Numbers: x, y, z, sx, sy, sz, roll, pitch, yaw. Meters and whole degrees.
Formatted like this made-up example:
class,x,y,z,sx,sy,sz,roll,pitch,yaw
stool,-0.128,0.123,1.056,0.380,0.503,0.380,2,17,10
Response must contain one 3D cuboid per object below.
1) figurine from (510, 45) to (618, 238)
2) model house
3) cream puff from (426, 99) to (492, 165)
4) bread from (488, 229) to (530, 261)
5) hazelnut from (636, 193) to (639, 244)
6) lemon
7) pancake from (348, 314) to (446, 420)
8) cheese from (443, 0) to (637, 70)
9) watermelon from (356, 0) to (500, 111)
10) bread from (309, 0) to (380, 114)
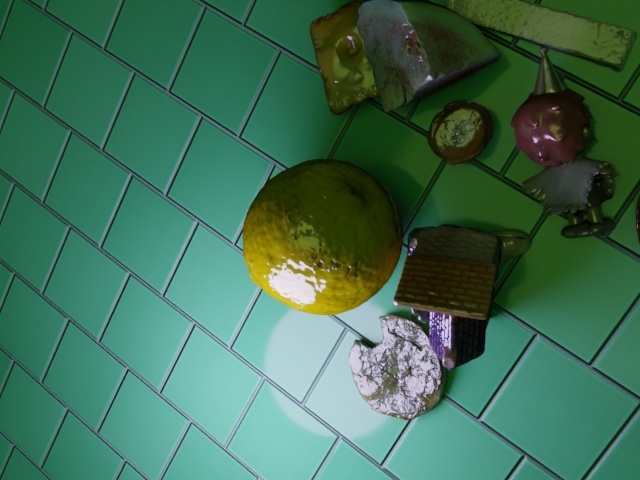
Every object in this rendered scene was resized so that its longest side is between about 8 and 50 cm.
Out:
class,x,y,z,sx,sy,sz,roll,pitch,yaw
figurine,0.485,-0.194,1.387,0.207,0.166,0.387,-11,98,61
model house,0.256,0.124,1.433,0.202,0.237,0.237,11,121,16
cream puff,0.303,-0.236,1.487,0.126,0.103,0.144,47,112,-1
bread,0.353,0.024,1.518,0.214,0.053,0.073,-18,84,25
hazelnut,0.692,-0.031,1.299,0.208,0.208,0.208,3,96,24
lemon,0.000,0.000,1.524,0.350,0.349,0.387,52,141,11
pancake,0.184,0.303,1.630,0.253,0.037,0.254,3,97,24
cheese,0.446,-0.455,1.438,0.400,0.034,0.085,26,105,20
watermelon,0.214,-0.403,1.459,0.310,0.193,0.232,30,71,-11
bread,0.070,-0.418,1.579,0.160,0.088,0.233,-16,91,21
